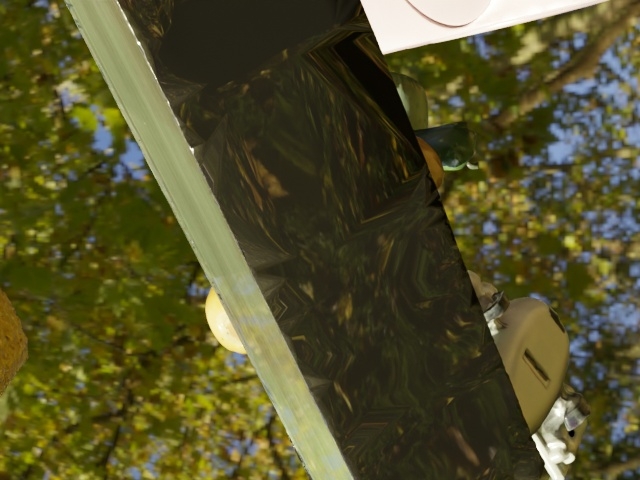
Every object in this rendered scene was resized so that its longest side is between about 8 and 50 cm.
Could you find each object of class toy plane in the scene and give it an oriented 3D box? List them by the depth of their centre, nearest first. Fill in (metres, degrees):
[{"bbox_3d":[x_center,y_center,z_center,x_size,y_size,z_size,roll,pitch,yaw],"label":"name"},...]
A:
[{"bbox_3d":[0.125,0.104,0.833,0.174,0.080,0.174,21,-124,-35],"label":"toy plane"}]

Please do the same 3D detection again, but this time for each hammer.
[{"bbox_3d":[0.115,-0.112,1.433,0.119,0.335,0.206,2,-88,-19],"label":"hammer"}]

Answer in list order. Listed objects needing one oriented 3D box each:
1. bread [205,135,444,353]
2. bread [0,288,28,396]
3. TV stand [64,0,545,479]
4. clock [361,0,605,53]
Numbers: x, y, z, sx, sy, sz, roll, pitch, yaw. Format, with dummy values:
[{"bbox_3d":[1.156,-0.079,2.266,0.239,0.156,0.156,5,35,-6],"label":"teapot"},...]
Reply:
[{"bbox_3d":[0.003,-0.009,1.216,0.305,0.142,0.091,-47,-66,-33],"label":"bread"},{"bbox_3d":[-0.425,0.058,1.012,0.323,0.143,0.333,57,-167,-12],"label":"bread"},{"bbox_3d":[0.000,0.000,0.490,0.088,0.083,0.269,-32,-67,-17],"label":"TV stand"},{"bbox_3d":[0.157,-0.218,0.961,0.275,0.290,0.080,-25,-76,-47],"label":"clock"}]
